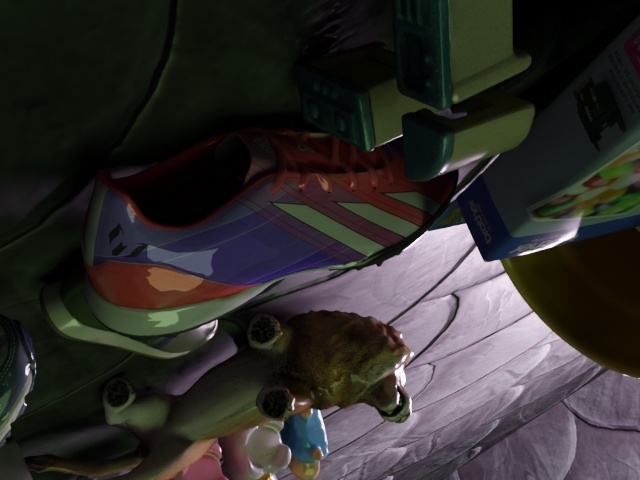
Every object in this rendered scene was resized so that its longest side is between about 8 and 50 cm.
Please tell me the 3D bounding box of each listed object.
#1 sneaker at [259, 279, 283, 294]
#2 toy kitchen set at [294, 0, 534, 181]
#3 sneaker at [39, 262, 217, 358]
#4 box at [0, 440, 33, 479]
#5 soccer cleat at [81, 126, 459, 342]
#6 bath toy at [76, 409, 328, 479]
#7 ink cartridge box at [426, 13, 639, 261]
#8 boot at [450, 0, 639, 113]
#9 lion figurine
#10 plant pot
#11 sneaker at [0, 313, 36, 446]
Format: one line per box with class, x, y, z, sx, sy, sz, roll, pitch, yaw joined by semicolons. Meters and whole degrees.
sneaker;-0.001;-0.002;0.871;0.170;0.051;0.089;-41;152;19
toy kitchen set;0.020;-0.143;0.570;0.122;0.166;0.207;-20;121;-24
sneaker;-0.125;0.046;0.802;0.086;0.064;0.192;-33;156;23
box;-0.403;0.315;1.002;0.275;0.113;0.094;-36;158;21
soccer cleat;-0.019;-0.036;0.717;0.318;0.108;0.116;-21;137;-29
bath toy;-0.158;0.296;1.262;0.348;0.151;0.129;-11;-172;-38
ink cartridge box;0.219;-0.069;0.660;0.186;0.065;0.311;-12;161;-29
boot;0.319;-0.218;0.693;0.445;0.146;0.367;0;143;-44
lion figurine;-0.096;0.175;1.082;0.392;0.142;0.240;-18;169;11
plant pot;0.341;-0.029;1.010;0.239;0.254;0.254;-37;163;-21
sneaker;-0.330;0.126;0.670;0.283;0.110;0.122;-27;155;-8
